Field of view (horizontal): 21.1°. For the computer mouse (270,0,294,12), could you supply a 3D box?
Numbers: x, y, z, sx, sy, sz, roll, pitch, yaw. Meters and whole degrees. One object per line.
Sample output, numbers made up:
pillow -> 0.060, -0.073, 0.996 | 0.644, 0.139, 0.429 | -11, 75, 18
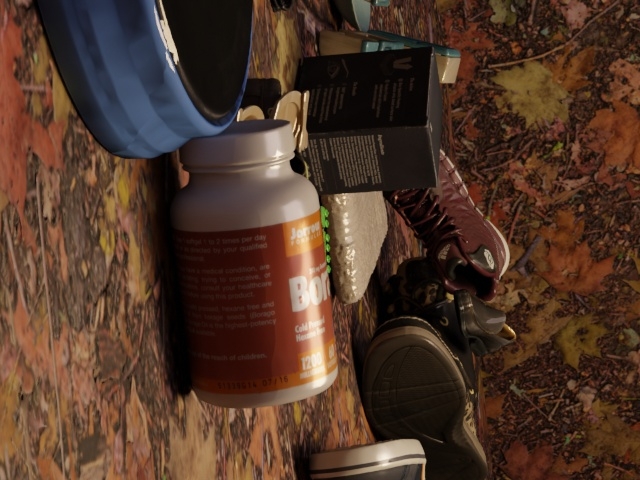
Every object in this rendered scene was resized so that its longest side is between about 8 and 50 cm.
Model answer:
computer mouse -> -0.048, -0.277, 1.375 | 0.242, 0.041, 0.071 | 85, 16, -47

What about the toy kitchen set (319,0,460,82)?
toy kitchen set -> 0.103, -0.291, 2.169 | 0.207, 0.122, 0.166 | -14, 120, -67

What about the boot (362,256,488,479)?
boot -> 0.140, 0.145, 2.380 | 0.377, 0.138, 0.284 | 60, 21, -49

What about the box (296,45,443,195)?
box -> 0.054, -0.135, 1.945 | 0.156, 0.158, 0.093 | -81, 164, -49

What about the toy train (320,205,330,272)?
toy train -> 0.000, 0.000, 1.989 | 0.023, 0.017, 0.083 | 30, 56, -66

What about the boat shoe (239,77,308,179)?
boat shoe -> -0.048, -0.064, 1.599 | 0.228, 0.068, 0.081 | 73, 17, -51

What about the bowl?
bowl -> -0.122, -0.256, 1.251 | 0.391, 0.077, 0.391 | -4, 90, -80

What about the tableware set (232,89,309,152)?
tableware set -> -0.055, -0.058, 1.489 | 0.168, 0.020, 0.141 | -16, 122, -60

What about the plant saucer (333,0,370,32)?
plant saucer -> 0.033, -0.365, 2.264 | 0.195, 0.037, 0.195 | -4, 90, -80

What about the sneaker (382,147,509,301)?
sneaker -> 0.161, -0.027, 2.356 | 0.281, 0.106, 0.162 | 45, 22, -15

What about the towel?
towel -> 0.045, -0.052, 2.173 | 0.282, 0.049, 0.187 | -68, 151, -67

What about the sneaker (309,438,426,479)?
sneaker -> 0.065, 0.293, 1.919 | 0.321, 0.126, 0.127 | 50, 31, -75

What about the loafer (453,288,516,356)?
loafer -> 0.220, 0.105, 2.333 | 0.170, 0.061, 0.062 | 51, 29, -63

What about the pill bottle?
pill bottle -> -0.056, 0.016, 1.377 | 0.121, 0.121, 0.216 | -55, 139, -74
